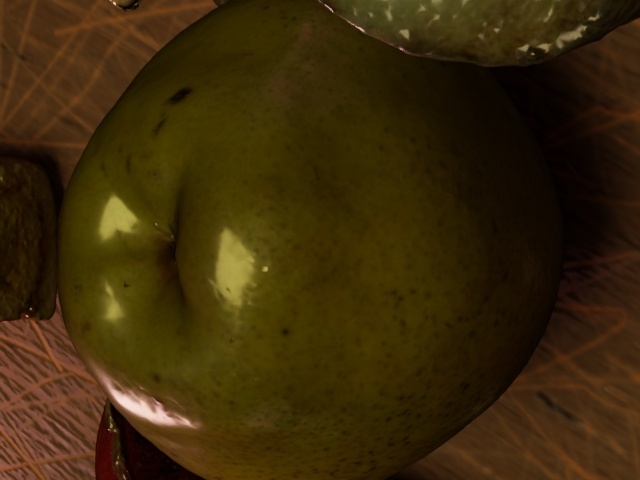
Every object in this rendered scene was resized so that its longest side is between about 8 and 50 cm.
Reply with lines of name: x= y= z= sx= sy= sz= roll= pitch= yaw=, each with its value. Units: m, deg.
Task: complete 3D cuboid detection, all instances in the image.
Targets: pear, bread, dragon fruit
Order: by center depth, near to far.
pear: x=0.000 y=0.000 z=1.046 sx=0.294 sy=0.294 sz=0.294 roll=17 pitch=117 yaw=35
dragon fruit: x=-0.124 y=0.165 z=1.325 sx=0.127 sy=0.120 sz=0.161 roll=51 pitch=137 yaw=19
bread: x=-0.278 y=-0.004 z=1.394 sx=0.172 sy=0.103 sz=0.132 roll=8 pitch=106 yaw=42

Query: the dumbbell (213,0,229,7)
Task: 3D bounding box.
dumbbell: x=-0.080 y=-0.195 z=1.184 sx=0.118 sy=0.046 sz=0.052 roll=45 pitch=160 yaw=16

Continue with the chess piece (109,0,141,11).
chess piece: x=-0.075 y=-0.210 z=1.126 sx=0.060 sy=0.060 sz=0.172 roll=42 pitch=106 yaw=20

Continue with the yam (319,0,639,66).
yam: x=0.115 y=-0.178 z=0.870 sx=0.168 sy=0.304 sz=0.168 roll=10 pitch=111 yaw=27
